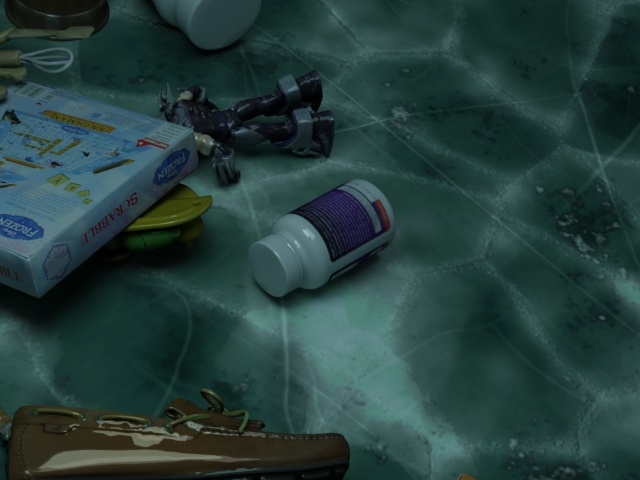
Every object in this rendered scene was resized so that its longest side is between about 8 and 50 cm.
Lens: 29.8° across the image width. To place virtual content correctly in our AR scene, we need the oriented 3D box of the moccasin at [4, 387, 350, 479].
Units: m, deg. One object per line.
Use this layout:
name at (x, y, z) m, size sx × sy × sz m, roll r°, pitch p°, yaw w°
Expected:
moccasin at (-0.156, 0.233, 1.353) m, size 0.380 × 0.139 × 0.147 m, roll -1°, pitch 56°, yaw -3°

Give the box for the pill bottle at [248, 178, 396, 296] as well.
pill bottle at (0.000, 0.000, 1.618) m, size 0.193 × 0.108 × 0.108 m, roll -29°, pitch 60°, yaw -35°

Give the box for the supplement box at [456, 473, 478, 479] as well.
supplement box at (0.239, 0.363, 1.359) m, size 0.233 × 0.078 × 0.080 m, roll 26°, pitch 47°, yaw 11°

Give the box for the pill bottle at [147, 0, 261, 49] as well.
pill bottle at (-0.224, -0.445, 1.946) m, size 0.161 × 0.161 × 0.283 m, roll -21°, pitch 56°, yaw -30°

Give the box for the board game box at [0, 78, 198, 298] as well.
board game box at (-0.380, -0.082, 1.569) m, size 0.318 × 0.066 × 0.318 m, roll 19°, pitch 43°, yaw 29°

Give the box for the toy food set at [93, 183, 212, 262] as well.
toy food set at (-0.247, -0.017, 1.595) m, size 0.218 × 0.071 × 0.128 m, roll -5°, pitch 27°, yaw 2°

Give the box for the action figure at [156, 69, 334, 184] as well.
action figure at (-0.126, -0.167, 1.759) m, size 0.285 × 0.099 × 0.185 m, roll -9°, pitch 57°, yaw -17°

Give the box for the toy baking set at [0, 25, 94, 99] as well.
toy baking set at (-0.460, -0.255, 1.746) m, size 0.256 × 0.030 × 0.196 m, roll -36°, pitch 43°, yaw -28°

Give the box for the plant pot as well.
plant pot at (-0.408, -0.429, 1.881) m, size 0.167 × 0.165 × 0.167 m, roll 8°, pitch 45°, yaw -8°

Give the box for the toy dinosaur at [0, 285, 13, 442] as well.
toy dinosaur at (-0.410, 0.157, 1.412) m, size 0.112 × 0.064 × 0.211 m, roll -1°, pitch 55°, yaw -39°
